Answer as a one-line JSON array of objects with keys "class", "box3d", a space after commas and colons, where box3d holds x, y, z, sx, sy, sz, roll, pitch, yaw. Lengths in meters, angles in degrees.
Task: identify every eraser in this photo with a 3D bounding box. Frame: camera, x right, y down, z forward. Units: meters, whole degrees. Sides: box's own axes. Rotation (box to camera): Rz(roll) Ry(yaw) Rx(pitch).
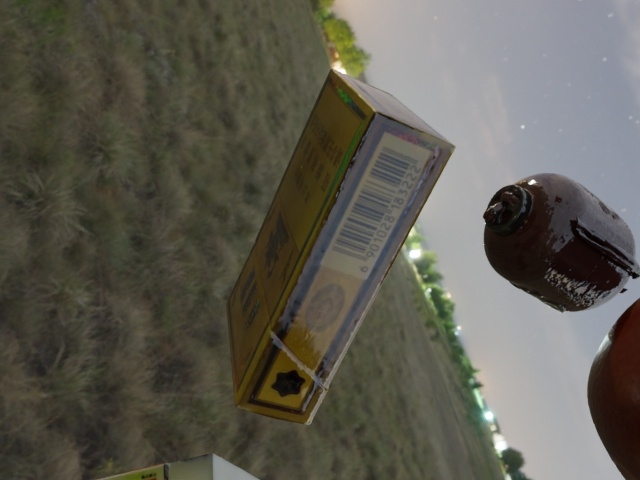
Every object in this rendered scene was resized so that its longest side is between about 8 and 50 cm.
[{"class": "eraser", "box3d": [-0.192, 0.306, 0.756, 0.157, 0.230, 0.038, 58, 20, -52]}]

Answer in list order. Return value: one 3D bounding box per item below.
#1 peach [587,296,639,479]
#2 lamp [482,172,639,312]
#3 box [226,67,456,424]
[{"class": "peach", "box3d": [0.475, 0.167, 0.737, 0.307, 0.308, 0.332, -102, -149, -46]}, {"class": "lamp", "box3d": [0.344, 0.004, 0.936, 0.258, 0.180, 0.180, 29, 29, -28]}, {"class": "box", "box3d": [0.000, 0.000, 0.644, 0.084, 0.301, 0.193, 20, 19, -18]}]
